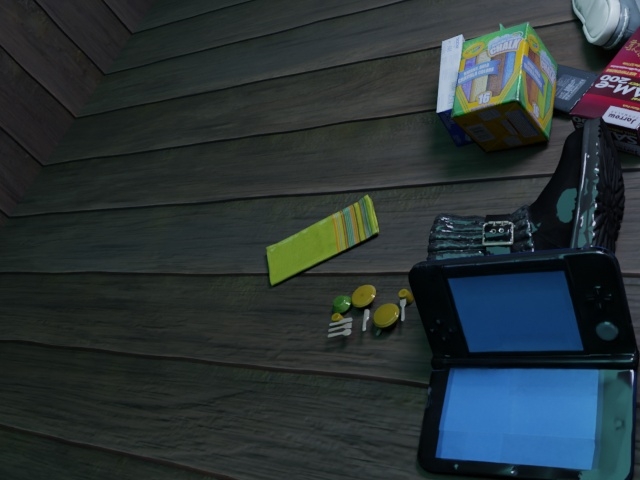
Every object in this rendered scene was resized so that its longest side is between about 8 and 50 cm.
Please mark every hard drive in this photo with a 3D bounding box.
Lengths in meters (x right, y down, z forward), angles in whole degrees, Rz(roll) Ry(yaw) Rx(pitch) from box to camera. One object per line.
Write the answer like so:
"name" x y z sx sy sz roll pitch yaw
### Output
"hard drive" 0.428 -0.275 1.374 0.094 0.022 0.135 -47 40 -7

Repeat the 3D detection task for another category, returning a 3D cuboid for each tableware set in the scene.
"tableware set" 0.084 0.117 1.286 0.154 0.024 0.104 -18 42 27

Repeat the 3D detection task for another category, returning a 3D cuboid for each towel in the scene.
"towel" 0.000 0.000 1.457 0.237 0.021 0.102 -27 41 16

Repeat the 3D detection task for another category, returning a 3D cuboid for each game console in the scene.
"game console" 0.251 0.163 1.005 0.293 0.250 0.173 -7 24 33

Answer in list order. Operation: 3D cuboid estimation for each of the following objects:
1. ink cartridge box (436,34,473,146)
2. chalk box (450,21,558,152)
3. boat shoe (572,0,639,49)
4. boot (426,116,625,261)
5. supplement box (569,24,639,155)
"ink cartridge box" 0.266 -0.288 1.454 0.046 0.097 0.207 -14 47 29
"chalk box" 0.331 -0.285 1.342 0.132 0.132 0.213 -7 61 41
"boat shoe" 0.545 -0.453 1.415 0.099 0.116 0.319 15 45 -4
"boot" 0.308 -0.034 1.162 0.260 0.131 0.347 -4 53 36
"supplement box" 0.533 -0.256 1.236 0.239 0.073 0.130 -50 41 -10
